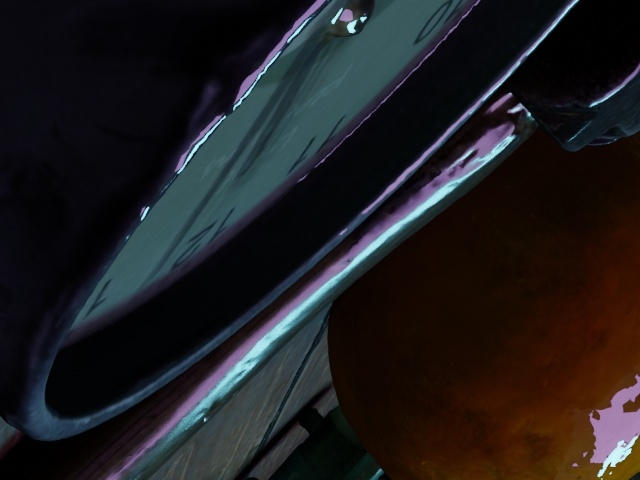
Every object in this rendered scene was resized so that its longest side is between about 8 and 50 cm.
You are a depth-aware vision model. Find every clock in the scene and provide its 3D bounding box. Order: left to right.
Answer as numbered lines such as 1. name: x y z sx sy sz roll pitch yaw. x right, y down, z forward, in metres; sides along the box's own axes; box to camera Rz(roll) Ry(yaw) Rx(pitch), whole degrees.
1. clock: 0.006 -0.068 0.550 0.319 0.066 0.319 -44 173 -7

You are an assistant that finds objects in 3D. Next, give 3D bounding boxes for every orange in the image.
1. orange: 0.133 0.036 1.110 0.284 0.226 0.284 -48 172 -10

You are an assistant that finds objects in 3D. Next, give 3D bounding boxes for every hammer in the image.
1. hammer: 0.000 0.000 0.855 0.409 0.095 0.242 -40 172 9

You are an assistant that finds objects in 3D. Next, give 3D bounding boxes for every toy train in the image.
1. toy train: -0.020 0.299 1.815 0.298 0.194 0.120 -50 162 15
